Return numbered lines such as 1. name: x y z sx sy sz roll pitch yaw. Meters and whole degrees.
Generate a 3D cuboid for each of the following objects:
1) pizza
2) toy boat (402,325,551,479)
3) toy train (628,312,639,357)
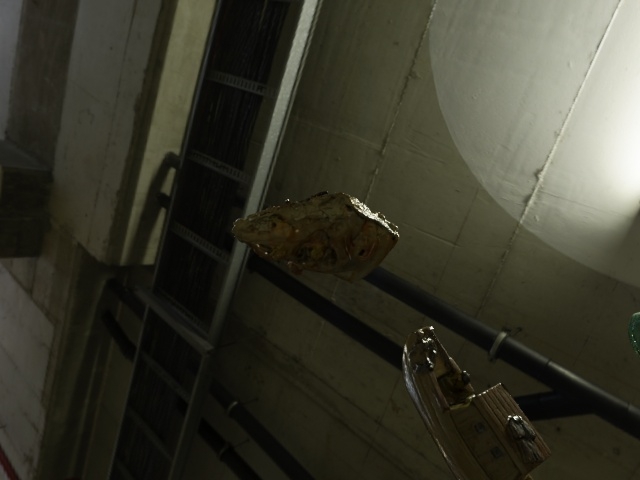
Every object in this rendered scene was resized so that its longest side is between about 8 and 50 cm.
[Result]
1. pizza: 0.000 0.000 0.731 0.189 0.297 0.071 -41 -135 33
2. toy boat: 0.217 0.259 0.582 0.121 0.089 0.321 -54 -125 39
3. toy train: 0.449 0.102 0.308 0.369 0.150 0.237 -24 -98 51
